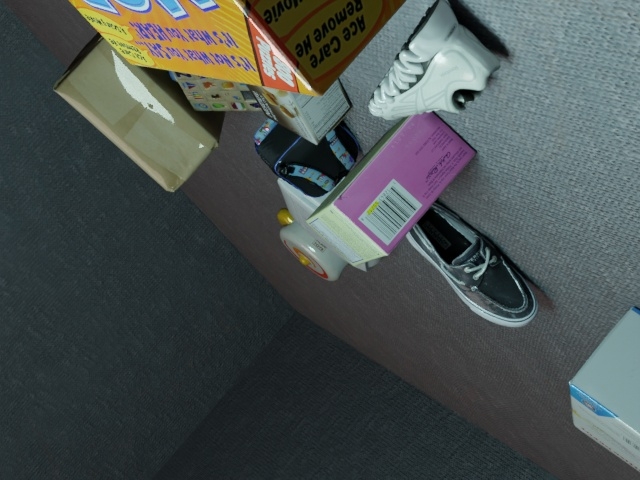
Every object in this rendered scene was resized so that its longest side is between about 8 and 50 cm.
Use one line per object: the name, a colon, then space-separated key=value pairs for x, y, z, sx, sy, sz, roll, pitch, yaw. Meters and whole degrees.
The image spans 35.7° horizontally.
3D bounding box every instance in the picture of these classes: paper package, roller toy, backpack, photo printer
paper package: x=-0.372 y=-0.313 z=2.144 sx=0.325 sy=0.168 sz=0.309 roll=43 pitch=-161 yaw=-19
roller toy: x=0.000 y=0.000 z=2.447 sx=0.191 sy=0.146 sz=0.209 roll=31 pitch=165 yaw=41
backpack: x=-0.018 y=-0.170 z=1.854 sx=0.117 sy=0.158 sz=0.173 roll=43 pitch=-176 yaw=39
photo printer: x=0.036 y=-0.054 z=2.204 sx=0.256 sy=0.107 sz=0.307 roll=37 pitch=170 yaw=14

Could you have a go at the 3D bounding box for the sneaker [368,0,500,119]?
sneaker: x=0.143 y=-0.204 z=1.296 sx=0.118 sy=0.110 sz=0.292 roll=33 pitch=170 yaw=-3

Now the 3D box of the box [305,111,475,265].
box: x=0.105 y=-0.081 z=1.591 sx=0.117 sy=0.213 sz=0.243 roll=42 pitch=169 yaw=-5

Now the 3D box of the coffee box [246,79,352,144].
coffee box: x=-0.062 y=-0.287 z=1.655 sx=0.141 sy=0.098 sz=0.246 roll=34 pitch=167 yaw=34

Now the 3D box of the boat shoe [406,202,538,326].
boat shoe: x=0.273 y=0.037 z=1.798 sx=0.301 sy=0.108 sz=0.102 roll=46 pitch=172 yaw=13

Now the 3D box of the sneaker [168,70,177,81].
sneaker: x=-0.235 y=-0.391 z=1.905 sx=0.131 sy=0.112 sz=0.296 roll=18 pitch=164 yaw=12

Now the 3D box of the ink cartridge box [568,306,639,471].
ink cartridge box: x=0.521 y=0.253 z=1.602 sx=0.171 sy=0.168 sz=0.233 roll=36 pitch=168 yaw=27

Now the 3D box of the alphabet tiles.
alphabet tiles: x=-0.184 y=-0.313 z=1.923 sx=0.198 sy=0.009 sz=0.237 roll=2 pitch=157 yaw=12

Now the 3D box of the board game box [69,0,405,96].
board game box: x=-0.079 y=-0.367 z=0.716 sx=0.356 sy=0.356 sz=0.356 roll=47 pitch=167 yaw=-30
